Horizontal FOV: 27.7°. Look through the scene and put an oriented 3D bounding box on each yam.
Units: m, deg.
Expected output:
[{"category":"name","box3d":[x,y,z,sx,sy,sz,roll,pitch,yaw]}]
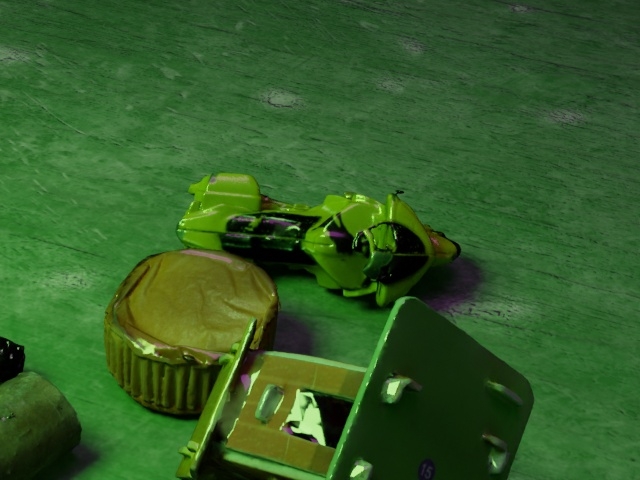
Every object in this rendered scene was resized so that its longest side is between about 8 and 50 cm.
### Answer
[{"category":"yam","box3d":[-0.346,0.214,1.218,0.106,0.106,0.259,25,38,30]}]

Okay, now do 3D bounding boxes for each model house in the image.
[{"category":"model house","box3d":[0.019,0.238,1.212,0.323,0.340,0.300,5,66,48]}]

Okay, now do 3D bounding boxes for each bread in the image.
[{"category":"bread","box3d":[-0.141,0.102,1.418,0.199,0.104,0.199,5,36,-4]}]

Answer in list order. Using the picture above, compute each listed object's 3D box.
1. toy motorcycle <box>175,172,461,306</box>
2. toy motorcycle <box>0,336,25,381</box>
[{"category":"toy motorcycle","box3d":[0.000,0.002,1.557,0.342,0.142,0.206,6,-5,4]},{"category":"toy motorcycle","box3d":[-0.514,0.089,1.319,0.400,0.207,0.134,4,64,3]}]
